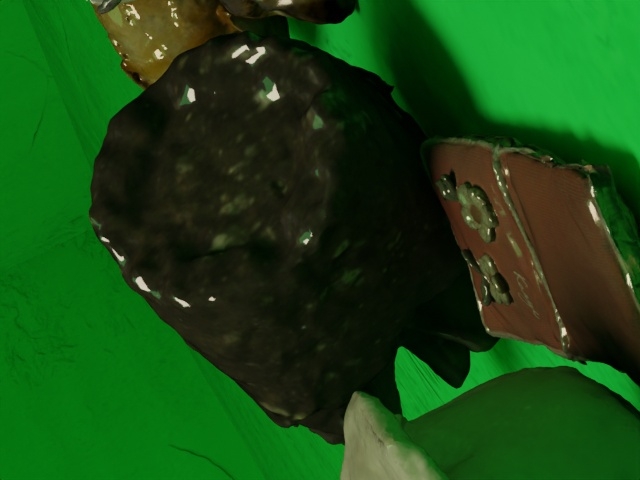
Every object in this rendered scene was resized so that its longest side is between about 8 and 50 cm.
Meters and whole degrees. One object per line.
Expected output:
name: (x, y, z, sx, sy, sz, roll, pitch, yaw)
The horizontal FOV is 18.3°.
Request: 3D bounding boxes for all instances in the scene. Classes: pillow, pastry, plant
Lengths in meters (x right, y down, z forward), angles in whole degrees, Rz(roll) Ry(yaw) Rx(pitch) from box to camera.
pillow: (0.114, 0.006, 0.999, 0.126, 0.043, 0.232, 64, 169, -13)
pastry: (-0.103, -0.186, 1.371, 0.218, 0.100, 0.229, 62, -166, 19)
plant: (0.000, 0.000, 1.186, 0.199, 0.188, 0.276, 51, -176, 32)

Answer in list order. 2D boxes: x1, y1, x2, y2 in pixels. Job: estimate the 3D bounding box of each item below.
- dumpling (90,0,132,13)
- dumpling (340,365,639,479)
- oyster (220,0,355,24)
dumpling: (-0.053, -0.238, 0.972, 0.293, 0.163, 0.204, -48, 34, 43)
dumpling: (0.139, 0.154, 0.941, 0.227, 0.243, 0.175, 24, 116, 56)
oyster: (-0.096, -0.249, 1.170, 0.198, 0.133, 0.337, 12, 157, 38)
